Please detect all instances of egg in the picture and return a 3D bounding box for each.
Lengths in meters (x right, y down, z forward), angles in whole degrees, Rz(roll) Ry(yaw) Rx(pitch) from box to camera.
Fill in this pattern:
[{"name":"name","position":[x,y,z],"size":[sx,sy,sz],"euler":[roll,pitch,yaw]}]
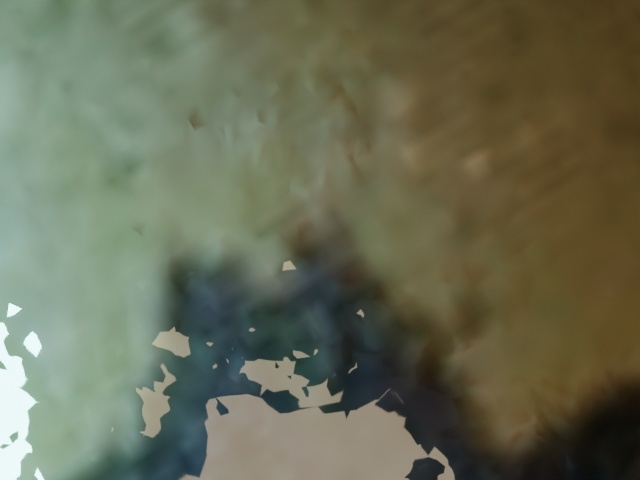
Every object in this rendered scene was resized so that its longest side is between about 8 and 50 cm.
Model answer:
[{"name":"egg","position":[0.000,0.000,0.541],"size":[0.345,0.345,0.428],"euler":[-16,113,24]}]
